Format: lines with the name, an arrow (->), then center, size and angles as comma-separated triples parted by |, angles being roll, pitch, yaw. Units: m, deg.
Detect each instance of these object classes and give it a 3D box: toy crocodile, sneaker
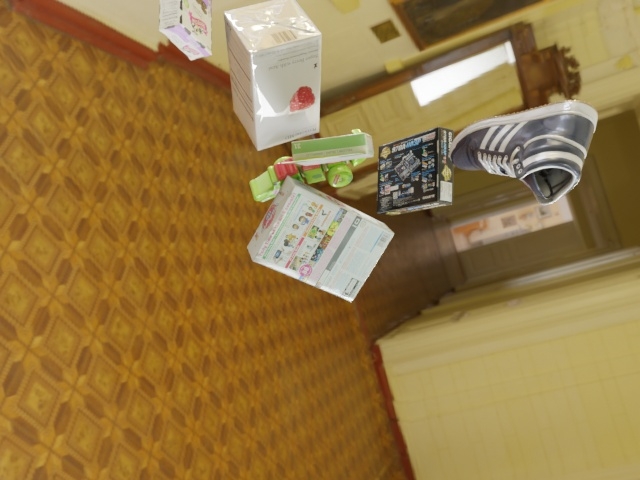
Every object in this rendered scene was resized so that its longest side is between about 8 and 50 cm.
toy crocodile -> -0.029, -0.193, 1.732 | 0.105, 0.340, 0.115 | 62, 11, -56
sneaker -> 0.327, -0.133, 1.120 | 0.099, 0.282, 0.153 | 34, 62, -31

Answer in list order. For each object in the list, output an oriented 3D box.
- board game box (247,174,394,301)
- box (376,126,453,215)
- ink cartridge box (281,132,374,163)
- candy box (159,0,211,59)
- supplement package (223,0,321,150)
board game box -> 0.000, 0.000, 1.676 | 0.303, 0.224, 0.097 | 25, 14, -24
box -> 0.221, -0.159, 1.548 | 0.051, 0.220, 0.175 | 7, 80, -33
ink cartridge box -> 0.019, -0.201, 1.431 | 0.235, 0.171, 0.056 | -18, 102, -78
candy box -> -0.358, -0.613, 1.744 | 0.165, 0.070, 0.196 | 35, 51, -67
supplement package -> -0.111, -0.395, 1.563 | 0.293, 0.177, 0.175 | 91, -27, -52
